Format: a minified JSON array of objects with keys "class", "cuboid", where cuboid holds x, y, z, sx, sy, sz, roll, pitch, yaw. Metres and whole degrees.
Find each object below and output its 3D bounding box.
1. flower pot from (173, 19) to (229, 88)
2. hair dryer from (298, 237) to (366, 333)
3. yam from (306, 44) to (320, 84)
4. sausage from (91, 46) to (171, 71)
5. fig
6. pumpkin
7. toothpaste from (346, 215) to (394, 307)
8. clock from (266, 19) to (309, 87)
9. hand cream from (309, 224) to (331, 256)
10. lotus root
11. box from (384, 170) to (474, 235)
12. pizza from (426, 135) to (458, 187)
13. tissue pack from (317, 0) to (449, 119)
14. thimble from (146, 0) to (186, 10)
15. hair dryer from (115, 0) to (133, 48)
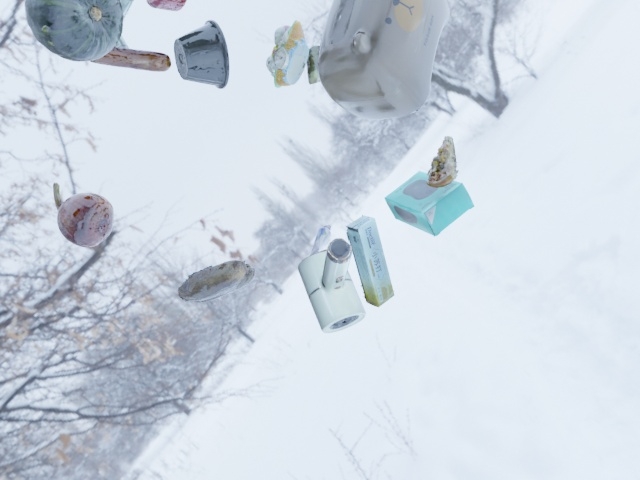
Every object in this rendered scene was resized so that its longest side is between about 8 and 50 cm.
[{"class":"flower pot","cuboid":[-0.484,-0.734,2.180,0.166,0.268,0.269,-16,-15,-28]},{"class":"hair dryer","cuboid":[0.036,0.085,1.356,0.128,0.203,0.362,-17,-22,-11]},{"class":"yam","cuboid":[-0.016,-0.610,1.896,0.070,0.070,0.146,135,132,-58]},{"class":"sausage","cuboid":[-0.731,-0.700,2.098,0.103,0.303,0.076,30,118,52]},{"class":"fig","cuboid":[-0.764,-0.075,1.722,0.175,0.207,0.174,15,-90,-76]},{"class":"pumpkin","cuboid":[-0.750,-0.697,1.661,0.300,0.208,0.299,18,-90,-71]},{"class":"toothpaste","cuboid":[0.167,0.071,1.823,0.089,0.312,0.071,-32,30,-27]},{"class":"clock","cuboid":[-0.116,-0.630,1.849,0.103,0.144,0.230,-5,-52,-46]},{"class":"hand cream","cuboid":[0.000,0.000,2.047,0.084,0.053,0.142,-40,17,56]},{"class":"lotus root","cuboid":[-0.389,0.170,1.986,0.330,0.167,0.078,-26,48,26]},{"class":"box","cuboid":[0.417,-0.152,2.136,0.205,0.118,0.311,-39,27,-7]},{"class":"pizza","cuboid":[0.439,-0.286,1.954,0.185,0.053,0.195,172,111,-68]},{"class":"tissue pack","cuboid":[0.150,-0.523,1.382,0.268,0.277,0.386,5,73,45]},{"class":"thimble","cuboid":[-0.609,-0.999,2.155,0.125,0.162,0.190,-5,11,-37]},{"class":"hair dryer","cuboid":[-0.767,-0.853,2.080,0.108,0.173,0.357,-29,-4,-46]}]
